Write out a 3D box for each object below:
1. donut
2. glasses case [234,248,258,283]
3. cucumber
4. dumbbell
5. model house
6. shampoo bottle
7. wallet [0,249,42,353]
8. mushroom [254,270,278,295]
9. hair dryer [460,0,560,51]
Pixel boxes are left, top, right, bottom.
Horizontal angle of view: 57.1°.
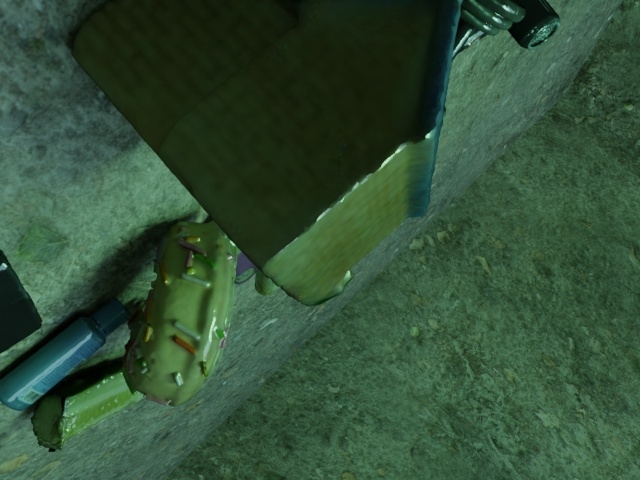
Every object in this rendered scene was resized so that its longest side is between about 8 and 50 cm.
[{"bbox_3d":[-0.276,0.153,1.122,0.150,0.307,0.371,14,133,-22],"label":"donut"},{"bbox_3d":[-0.177,0.010,1.331,0.123,0.076,0.316,-51,166,-17],"label":"glasses case"},{"bbox_3d":[-0.488,0.337,1.335,0.325,0.105,0.145,-17,122,-60],"label":"cucumber"},{"bbox_3d":[0.272,-0.404,1.264,0.179,0.179,0.406,-23,154,-55],"label":"dumbbell"},{"bbox_3d":[-0.024,-0.172,0.701,0.343,0.382,0.334,-43,165,-2],"label":"model house"},{"bbox_3d":[-0.473,0.207,1.100,0.258,0.061,0.104,-41,166,-18],"label":"shampoo bottle"},{"bbox_3d":[-0.572,0.173,0.750,0.406,0.062,0.228,-37,162,-29],"label":"wallet"},{"bbox_3d":[-0.107,0.022,1.497,0.087,0.107,0.333,-14,152,-33],"label":"mushroom"},{"bbox_3d":[0.361,-0.471,1.378,0.352,0.189,0.107,-33,164,6],"label":"hair dryer"}]
